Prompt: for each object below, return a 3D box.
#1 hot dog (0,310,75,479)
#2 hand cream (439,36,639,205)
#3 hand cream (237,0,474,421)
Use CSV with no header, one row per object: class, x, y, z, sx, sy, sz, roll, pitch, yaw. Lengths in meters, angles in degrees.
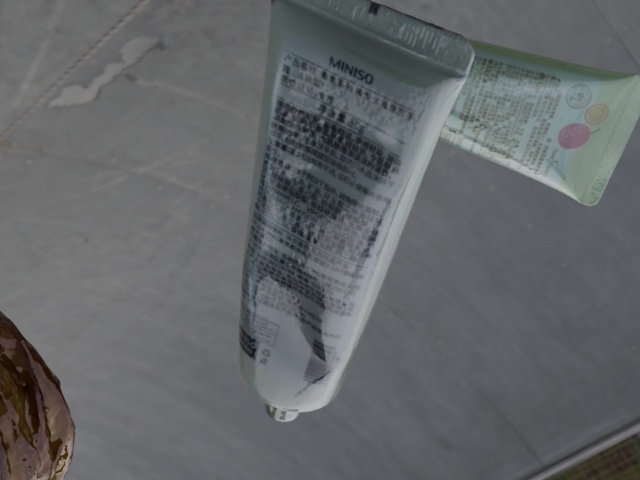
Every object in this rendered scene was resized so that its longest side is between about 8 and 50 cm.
hot dog,-0.288,0.097,0.585,0.122,0.272,0.196,-52,167,-45
hand cream,0.156,-0.144,0.886,0.093,0.306,0.147,-55,163,-55
hand cream,0.000,0.000,0.574,0.078,0.124,0.340,-41,153,-46
